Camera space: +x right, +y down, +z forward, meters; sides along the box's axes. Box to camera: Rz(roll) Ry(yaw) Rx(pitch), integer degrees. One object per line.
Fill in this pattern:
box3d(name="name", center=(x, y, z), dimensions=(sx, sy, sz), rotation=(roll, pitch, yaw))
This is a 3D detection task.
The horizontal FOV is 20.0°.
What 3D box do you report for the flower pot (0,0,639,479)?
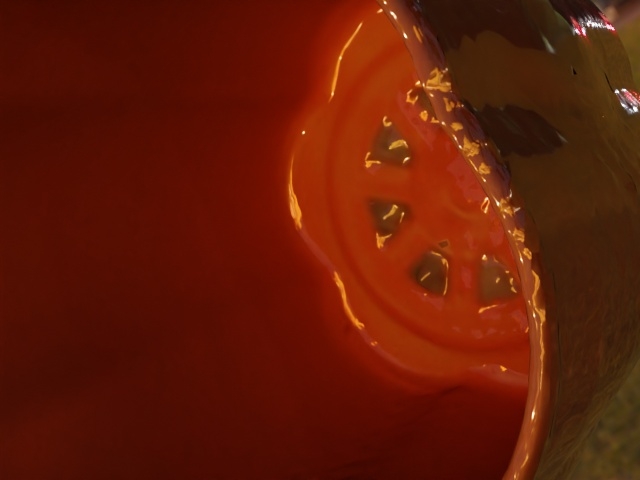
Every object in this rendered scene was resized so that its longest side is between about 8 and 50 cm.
box3d(name="flower pot", center=(0.000, 0.000, 0.449), dimensions=(0.190, 0.191, 0.173), rotation=(-31, -5, 30))
